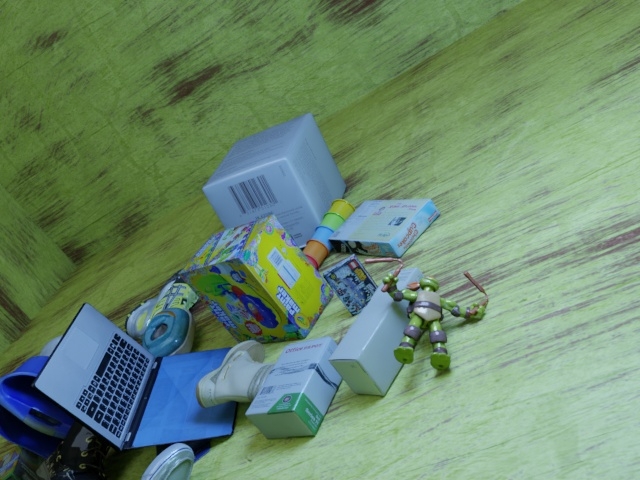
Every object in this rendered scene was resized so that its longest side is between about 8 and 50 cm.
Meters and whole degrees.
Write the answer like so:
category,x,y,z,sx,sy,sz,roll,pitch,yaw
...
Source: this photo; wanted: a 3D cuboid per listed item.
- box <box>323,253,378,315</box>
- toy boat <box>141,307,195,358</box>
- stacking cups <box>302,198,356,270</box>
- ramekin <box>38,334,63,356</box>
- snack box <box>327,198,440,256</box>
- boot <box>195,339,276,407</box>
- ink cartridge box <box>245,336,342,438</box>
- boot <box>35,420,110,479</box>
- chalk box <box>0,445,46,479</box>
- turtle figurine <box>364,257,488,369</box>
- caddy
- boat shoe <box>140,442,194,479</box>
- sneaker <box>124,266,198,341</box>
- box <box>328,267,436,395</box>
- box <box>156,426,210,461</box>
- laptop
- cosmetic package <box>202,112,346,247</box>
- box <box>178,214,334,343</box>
category,x,y,z,sx,sy,sz,roll,pitch,yaw
box,0.082,0.111,1.611,0.094,0.137,0.027,-32,21,13
toy boat,-0.444,0.257,2.087,0.318,0.148,0.267,-34,27,1
stacking cups,0.000,0.000,2.034,0.096,0.096,0.316,-13,31,47
ramekin,-0.760,0.441,2.052,0.277,0.277,0.135,-32,29,11
snack box,0.175,-0.039,1.894,0.187,0.060,0.322,-45,22,-21
boot,-0.154,0.320,1.597,0.203,0.095,0.262,-9,12,29
ink cartridge box,-0.046,0.321,1.432,0.153,0.087,0.208,-18,28,40
boot,-0.564,0.524,1.663,0.377,0.138,0.284,-6,49,55
chalk box,-0.857,0.698,1.835,0.132,0.132,0.213,-36,19,2
turtle figurine,0.200,0.145,1.317,0.087,0.269,0.217,113,173,-51
caddy,-0.776,0.492,1.878,0.241,0.341,0.179,-59,9,14
boat shoe,-0.344,0.574,1.371,0.094,0.109,0.302,4,51,37
sneaker,-0.509,0.232,2.335,0.147,0.145,0.385,22,53,31
box,0.142,0.189,1.391,0.094,0.113,0.275,-11,31,50
box,-0.343,0.487,1.619,0.136,0.036,0.225,-37,22,-3
laptop,-0.429,0.313,1.654,0.236,0.408,0.382,-41,18,15
cosmetic package,-0.143,-0.185,2.278,0.329,0.327,0.394,-17,27,23
box,-0.174,0.117,1.784,0.279,0.290,0.177,-15,30,45
